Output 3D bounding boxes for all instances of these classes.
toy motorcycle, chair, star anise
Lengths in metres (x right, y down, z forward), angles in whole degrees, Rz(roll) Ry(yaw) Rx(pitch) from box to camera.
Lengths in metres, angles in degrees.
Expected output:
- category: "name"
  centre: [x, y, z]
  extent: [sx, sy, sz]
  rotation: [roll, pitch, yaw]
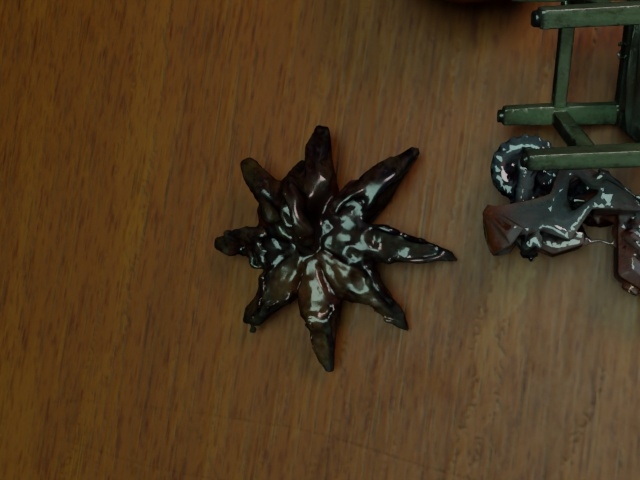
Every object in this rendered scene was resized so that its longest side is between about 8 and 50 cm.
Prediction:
- category: "toy motorcycle"
  centre: [0.240, -0.007, 0.655]
  extent: [0.212, 0.084, 0.118]
  rotation: [32, 87, 16]
- category: "chair"
  centre: [0.297, -0.146, 0.598]
  extent: [0.271, 0.147, 0.136]
  rotation: [-2, 117, 5]
- category: "star anise"
  centre: [0.000, 0.000, 0.732]
  extent: [0.272, 0.102, 0.271]
  rotation: [-1, 86, 19]

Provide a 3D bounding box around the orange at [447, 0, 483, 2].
- category: "orange"
  centre: [0.153, -0.335, 0.675]
  extent: [0.224, 0.170, 0.224]
  rotation: [-4, 72, 13]
